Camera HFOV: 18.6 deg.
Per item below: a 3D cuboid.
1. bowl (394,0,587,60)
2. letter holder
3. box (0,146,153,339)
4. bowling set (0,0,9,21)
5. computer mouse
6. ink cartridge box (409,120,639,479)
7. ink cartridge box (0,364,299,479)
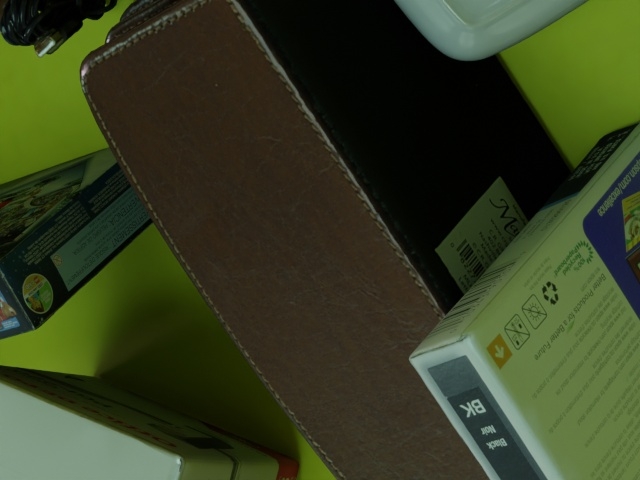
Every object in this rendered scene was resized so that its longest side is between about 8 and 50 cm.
[{"bbox_3d":[0.080,-0.160,0.897,0.142,0.053,0.142,-33,104,16],"label":"bowl"},{"bbox_3d":[0.000,0.000,1.016,0.214,0.152,0.302,-23,106,40],"label":"letter holder"},{"bbox_3d":[-0.213,0.018,1.141,0.233,0.159,0.044,-16,110,36],"label":"box"},{"bbox_3d":[-0.243,-0.168,1.027,0.154,0.287,0.200,12,153,15],"label":"bowling set"},{"bbox_3d":[-0.134,-0.194,1.012,0.042,0.106,0.193,15,117,13],"label":"computer mouse"},{"bbox_3d":[0.158,0.078,0.938,0.045,0.206,0.208,-23,105,44],"label":"ink cartridge box"},{"bbox_3d":[-0.124,0.139,1.127,0.159,0.218,0.092,20,91,17],"label":"ink cartridge box"}]
